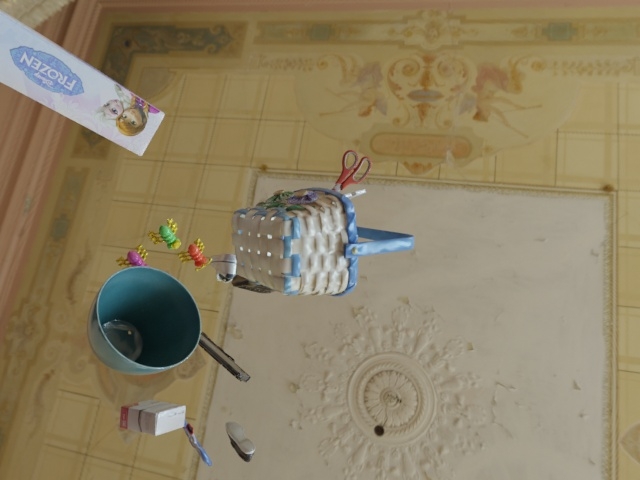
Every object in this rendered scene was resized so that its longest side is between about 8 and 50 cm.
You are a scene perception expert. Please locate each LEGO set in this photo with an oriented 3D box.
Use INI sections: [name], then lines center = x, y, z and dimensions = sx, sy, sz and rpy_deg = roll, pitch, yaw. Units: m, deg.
[LEGO set]
center = -0.008, -0.073, 1.214
dimensions = 0.244, 0.182, 0.060
rpy_deg = -19, -89, 43

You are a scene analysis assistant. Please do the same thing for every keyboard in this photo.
[keyboard]
center = -0.350, 0.344, 1.377
dimensions = 0.317, 0.201, 0.033
rpy_deg = 37, -102, 16

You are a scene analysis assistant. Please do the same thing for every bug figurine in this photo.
[bug figurine]
center = -0.480, 0.072, 1.326
dimensions = 0.279, 0.216, 0.072
rpy_deg = -43, -141, -21

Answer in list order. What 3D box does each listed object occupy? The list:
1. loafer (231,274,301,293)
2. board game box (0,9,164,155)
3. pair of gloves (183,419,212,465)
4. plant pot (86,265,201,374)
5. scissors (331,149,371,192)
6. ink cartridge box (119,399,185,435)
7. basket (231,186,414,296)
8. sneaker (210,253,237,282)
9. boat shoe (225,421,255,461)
[loafer]
center = -0.116, 0.059, 1.089
dimensions = 0.365, 0.133, 0.130
rpy_deg = -8, -112, 51
[board game box]
center = -0.391, -0.246, 0.550
dimensions = 0.318, 0.318, 0.066
rpy_deg = 36, -84, 49
[pair of gloves]
center = -0.387, 0.581, 1.297
dimensions = 0.023, 0.159, 0.198
rpy_deg = -29, -151, -29
[plant pot]
center = -0.505, 0.243, 1.177
dimensions = 0.195, 0.290, 0.290
rpy_deg = -36, -111, 29
[scissors]
center = 0.066, -0.174, 1.471
dimensions = 0.109, 0.021, 0.297
rpy_deg = 34, -95, -17
[ink cartridge box]
center = -0.436, 0.459, 1.126
dimensions = 0.135, 0.099, 0.056
rpy_deg = -3, -99, 29
[basket]
center = 0.000, 0.000, 0.824
dimensions = 0.254, 0.288, 0.201
rpy_deg = 9, -81, 49
[sneaker]
center = -0.346, 0.102, 1.535
dimensions = 0.094, 0.258, 0.091
rpy_deg = 12, -101, -18
[boat shoe]
center = -0.208, 0.511, 1.103
dimensions = 0.125, 0.046, 0.038
rpy_deg = 25, -73, 44
